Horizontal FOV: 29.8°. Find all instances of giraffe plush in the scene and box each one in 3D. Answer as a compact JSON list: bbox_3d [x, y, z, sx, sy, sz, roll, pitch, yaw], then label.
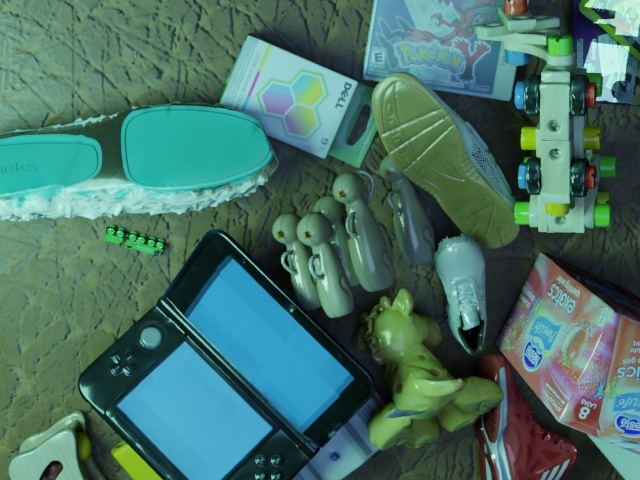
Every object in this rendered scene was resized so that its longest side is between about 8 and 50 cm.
[{"bbox_3d":[0.117,0.164,1.590,0.181,0.210,0.170,-30,61,16],"label":"giraffe plush"}]

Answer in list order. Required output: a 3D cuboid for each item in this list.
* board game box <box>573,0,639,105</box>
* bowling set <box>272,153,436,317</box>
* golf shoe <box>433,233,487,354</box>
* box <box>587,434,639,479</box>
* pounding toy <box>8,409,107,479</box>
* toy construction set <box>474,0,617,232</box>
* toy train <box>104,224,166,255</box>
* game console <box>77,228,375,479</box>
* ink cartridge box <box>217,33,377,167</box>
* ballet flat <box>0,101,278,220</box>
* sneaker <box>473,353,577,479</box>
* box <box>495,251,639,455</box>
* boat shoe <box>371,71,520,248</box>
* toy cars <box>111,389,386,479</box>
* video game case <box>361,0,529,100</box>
[{"bbox_3d":[0.419,-0.341,1.501,0.208,0.056,0.346,9,106,39],"label":"board game box"},{"bbox_3d":[0.000,0.000,1.537,0.200,0.287,0.154,-13,98,32],"label":"bowling set"},{"bbox_3d":[0.195,0.073,1.579,0.069,0.086,0.176,-16,129,1],"label":"golf shoe"},{"bbox_3d":[0.508,0.270,1.544,0.215,0.345,0.168,26,99,-10],"label":"box"},{"bbox_3d":[-0.318,0.377,1.593,0.154,0.155,0.269,-10,103,2],"label":"pounding toy"},{"bbox_3d":[0.295,-0.146,1.502,0.151,0.215,0.327,-12,108,24],"label":"toy construction set"},{"bbox_3d":[-0.246,0.001,1.592,0.083,0.017,0.023,17,110,-8],"label":"toy train"},{"bbox_3d":[-0.125,0.182,1.513,0.293,0.173,0.250,44,70,8],"label":"game console"},{"bbox_3d":[-0.019,-0.176,1.550,0.209,0.062,0.109,23,99,-9],"label":"ink cartridge box"},{"bbox_3d":[-0.254,-0.089,1.516,0.409,0.147,0.147,-3,102,2],"label":"ballet flat"},{"bbox_3d":[0.284,0.254,1.670,0.128,0.087,0.221,-9,108,-17],"label":"sneaker"},{"bbox_3d":[0.347,0.138,1.526,0.142,0.300,0.154,23,100,-11],"label":"box"},{"bbox_3d":[0.164,-0.114,1.566,0.098,0.096,0.277,-27,113,27],"label":"boat shoe"},{"bbox_3d":[-0.086,0.278,1.627,0.394,0.087,0.176,4,102,-6],"label":"toy cars"},{"bbox_3d":[0.166,-0.286,1.563,0.201,0.023,0.183,8,101,-6],"label":"video game case"}]
